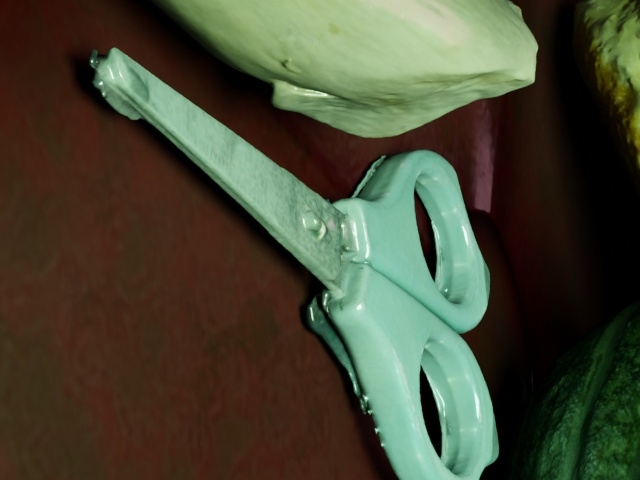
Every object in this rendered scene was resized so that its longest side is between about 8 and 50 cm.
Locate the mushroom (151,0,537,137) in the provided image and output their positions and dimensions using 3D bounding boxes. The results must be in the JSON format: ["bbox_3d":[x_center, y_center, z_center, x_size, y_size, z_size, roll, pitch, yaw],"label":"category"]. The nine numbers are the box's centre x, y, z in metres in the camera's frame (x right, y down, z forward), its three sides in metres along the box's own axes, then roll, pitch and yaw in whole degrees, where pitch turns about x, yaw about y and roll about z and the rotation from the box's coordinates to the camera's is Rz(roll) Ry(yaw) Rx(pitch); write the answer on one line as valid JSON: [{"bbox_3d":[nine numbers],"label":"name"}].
[{"bbox_3d":[-0.015,-0.108,0.759,0.247,0.096,0.108,27,17,-48],"label":"mushroom"}]

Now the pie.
[{"bbox_3d":[0.249,-0.017,1.203,0.315,0.092,0.315,60,13,-23],"label":"pie"}]

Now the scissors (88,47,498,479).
[{"bbox_3d":[-0.001,0.000,0.839,0.360,0.029,0.191,36,47,-53],"label":"scissors"}]

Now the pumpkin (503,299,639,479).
[{"bbox_3d":[0.217,0.136,0.952,0.263,0.293,0.197,-57,133,-28],"label":"pumpkin"}]
